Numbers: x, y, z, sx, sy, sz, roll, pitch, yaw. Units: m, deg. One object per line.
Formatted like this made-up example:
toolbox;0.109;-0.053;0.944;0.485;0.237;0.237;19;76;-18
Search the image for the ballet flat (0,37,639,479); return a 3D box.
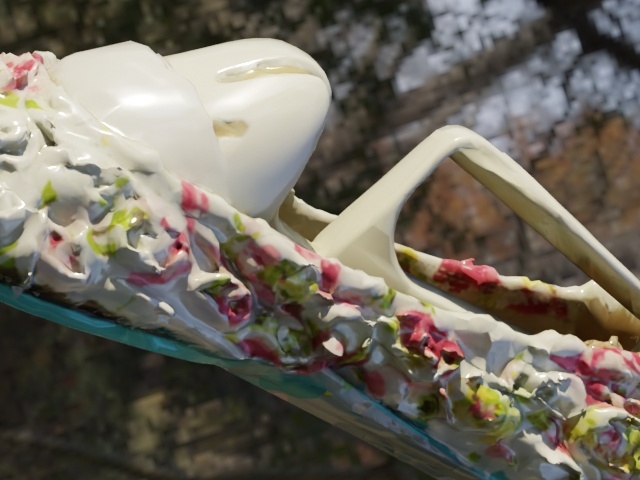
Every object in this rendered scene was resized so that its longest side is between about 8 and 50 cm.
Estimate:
ballet flat;0.000;0.000;0.432;0.241;0.077;0.091;25;10;-23
